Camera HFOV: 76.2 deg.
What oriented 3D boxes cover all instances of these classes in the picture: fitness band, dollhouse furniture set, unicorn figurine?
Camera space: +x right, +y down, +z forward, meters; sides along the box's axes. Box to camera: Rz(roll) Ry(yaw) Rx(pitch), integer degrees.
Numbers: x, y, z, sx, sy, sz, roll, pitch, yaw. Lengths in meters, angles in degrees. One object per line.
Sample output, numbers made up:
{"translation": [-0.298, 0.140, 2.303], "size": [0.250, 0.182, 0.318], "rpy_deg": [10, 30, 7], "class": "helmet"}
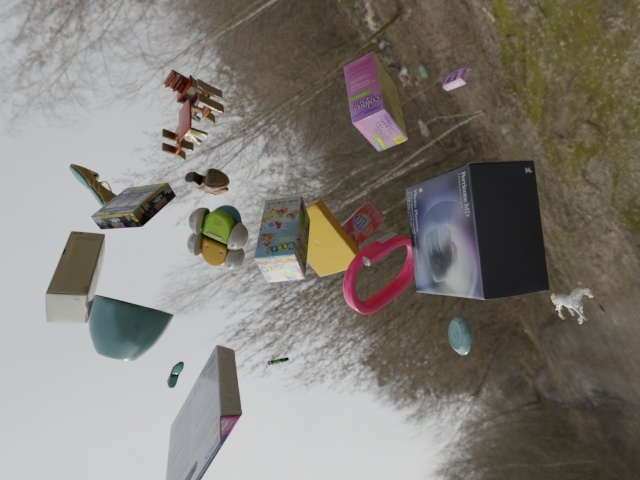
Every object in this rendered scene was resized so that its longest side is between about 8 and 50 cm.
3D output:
{"translation": [0.189, 0.096, 1.216], "size": [0.054, 0.291, 0.209], "rpy_deg": [26, 136, 46], "class": "fitness band"}
{"translation": [-0.470, -0.457, 1.417], "size": [0.135, 0.262, 0.259], "rpy_deg": [20, -135, -40], "class": "dollhouse furniture set"}
{"translation": [0.742, 0.182, 1.195], "size": [0.162, 0.060, 0.111], "rpy_deg": [-12, 102, 62], "class": "unicorn figurine"}

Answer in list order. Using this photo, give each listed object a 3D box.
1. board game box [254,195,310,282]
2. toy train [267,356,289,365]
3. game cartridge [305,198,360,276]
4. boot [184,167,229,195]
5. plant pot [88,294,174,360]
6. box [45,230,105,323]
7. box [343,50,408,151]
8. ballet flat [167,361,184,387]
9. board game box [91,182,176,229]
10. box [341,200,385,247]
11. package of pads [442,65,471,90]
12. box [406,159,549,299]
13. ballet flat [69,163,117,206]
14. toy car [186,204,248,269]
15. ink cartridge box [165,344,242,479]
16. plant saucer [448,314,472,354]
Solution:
{"translation": [-0.127, -0.008, 1.446], "size": [0.142, 0.144, 0.275], "rpy_deg": [72, -163, -47], "class": "board game box"}
{"translation": [-0.141, 0.402, 1.361], "size": [0.083, 0.024, 0.017], "rpy_deg": [4, -119, -43], "class": "toy train"}
{"translation": [0.000, 0.000, 1.719], "size": [0.323, 0.285, 0.052], "rpy_deg": [51, -130, -16], "class": "game cartridge"}
{"translation": [-0.390, -0.212, 1.538], "size": [0.152, 0.197, 0.072], "rpy_deg": [31, -109, -63], "class": "boot"}
{"translation": [-0.714, 0.329, 1.497], "size": [0.290, 0.290, 0.195], "rpy_deg": [38, -117, -59], "class": "plant pot"}
{"translation": [-0.664, 0.094, 1.120], "size": [0.094, 0.113, 0.275], "rpy_deg": [7, -149, -21], "class": "box"}
{"translation": [0.193, -0.475, 1.418], "size": [0.213, 0.117, 0.242], "rpy_deg": [26, -129, -55], "class": "box"}
{"translation": [-0.524, 0.474, 1.465], "size": [0.041, 0.114, 0.041], "rpy_deg": [24, -168, -5], "class": "ballet flat"}
{"translation": [-0.491, -0.090, 1.075], "size": [0.141, 0.170, 0.048], "rpy_deg": [-58, -43, -44], "class": "board game box"}
{"translation": [0.168, -0.053, 1.904], "size": [0.122, 0.257, 0.128], "rpy_deg": [47, 152, -3], "class": "box"}
{"translation": [0.418, -0.494, 1.250], "size": [0.032, 0.050, 0.083], "rpy_deg": [32, 169, -23], "class": "package of pads"}
{"translation": [0.363, -0.019, 1.001], "size": [0.294, 0.183, 0.296], "rpy_deg": [165, 100, -74], "class": "box"}
{"translation": [-0.860, -0.216, 1.556], "size": [0.232, 0.080, 0.073], "rpy_deg": [45, -125, 10], "class": "ballet flat"}
{"translation": [-0.267, -0.019, 1.117], "size": [0.159, 0.182, 0.136], "rpy_deg": [23, -141, 6], "class": "toy car"}
{"translation": [-0.303, 0.498, 1.044], "size": [0.071, 0.324, 0.330], "rpy_deg": [24, -164, -26], "class": "ink cartridge box"}
{"translation": [0.419, 0.288, 1.241], "size": [0.119, 0.021, 0.119], "rpy_deg": [-179, 90, -80], "class": "plant saucer"}
